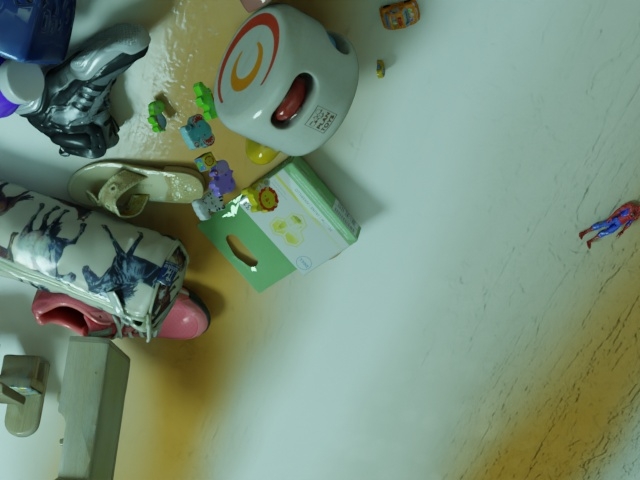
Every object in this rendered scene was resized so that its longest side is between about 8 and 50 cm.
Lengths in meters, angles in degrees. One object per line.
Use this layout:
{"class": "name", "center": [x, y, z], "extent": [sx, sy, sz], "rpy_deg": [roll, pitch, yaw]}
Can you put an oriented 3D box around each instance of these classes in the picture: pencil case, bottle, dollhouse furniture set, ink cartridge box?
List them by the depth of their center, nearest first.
{"class": "bottle", "center": [-0.527, -0.219, 1.489], "extent": [0.282, 0.118, 0.092], "rpy_deg": [-5, 113, 35]}
{"class": "pencil case", "center": [-0.429, 0.020, 1.637], "extent": [0.410, 0.183, 0.160], "rpy_deg": [18, 124, 0]}
{"class": "ink cartridge box", "center": [-0.075, -0.014, 1.646], "extent": [0.235, 0.056, 0.171], "rpy_deg": [-34, 107, 24]}
{"class": "dollhouse furniture set", "center": [-0.551, 0.296, 1.705], "extent": [0.394, 0.256, 0.362], "rpy_deg": [3, 161, 4]}

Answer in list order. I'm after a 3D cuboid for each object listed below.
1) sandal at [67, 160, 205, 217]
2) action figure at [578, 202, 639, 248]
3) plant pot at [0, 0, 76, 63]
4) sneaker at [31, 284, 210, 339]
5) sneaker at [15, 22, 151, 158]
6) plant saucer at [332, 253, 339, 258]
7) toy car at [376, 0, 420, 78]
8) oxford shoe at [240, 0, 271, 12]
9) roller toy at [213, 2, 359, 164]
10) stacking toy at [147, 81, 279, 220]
{"class": "sandal", "center": [-0.312, -0.075, 1.629], "extent": [0.240, 0.079, 0.088], "rpy_deg": [-2, 124, 9]}
{"class": "action figure", "center": [0.471, -0.027, 1.594], "extent": [0.115, 0.030, 0.038], "rpy_deg": [-36, 108, 24]}
{"class": "plant pot", "center": [-0.447, -0.377, 1.344], "extent": [0.236, 0.236, 0.212], "rpy_deg": [20, 99, -6]}
{"class": "sneaker", "center": [-0.352, 0.136, 1.742], "extent": [0.313, 0.136, 0.116], "rpy_deg": [12, 125, -1]}
{"class": "sneaker", "center": [-0.337, -0.221, 1.527], "extent": [0.268, 0.101, 0.153], "rpy_deg": [-22, 119, 27]}
{"class": "plant saucer", "center": [0.000, 0.000, 1.680], "extent": [0.083, 0.013, 0.083], "rpy_deg": [3, 123, 5]}
{"class": "toy car", "center": [0.112, -0.289, 1.455], "extent": [0.060, 0.040, 0.122], "rpy_deg": [4, 124, 4]}
{"class": "oxford shoe", "center": [-0.008, -0.448, 1.318], "extent": [0.348, 0.123, 0.130], "rpy_deg": [-34, 108, 24]}
{"class": "roller toy", "center": [-0.045, -0.222, 1.417], "extent": [0.146, 0.209, 0.191], "rpy_deg": [22, 159, -35]}
{"class": "stacking toy", "center": [-0.169, -0.133, 1.536], "extent": [0.167, 0.052, 0.221], "rpy_deg": [-6, 116, 51]}
